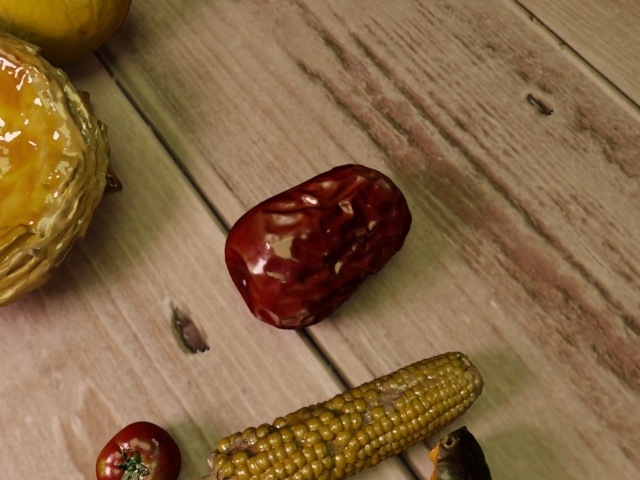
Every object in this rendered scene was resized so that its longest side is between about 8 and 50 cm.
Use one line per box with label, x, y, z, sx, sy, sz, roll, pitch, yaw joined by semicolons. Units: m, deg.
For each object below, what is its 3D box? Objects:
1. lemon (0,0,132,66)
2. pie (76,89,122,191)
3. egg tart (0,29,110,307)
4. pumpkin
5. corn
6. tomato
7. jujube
lemon;-0.397;-0.352;0.924;0.263;0.236;0.236;-14;63;-29
pie;-0.335;-0.131;0.923;0.092;0.034;0.170;-17;71;-10
egg tart;-0.443;-0.081;0.797;0.387;0.169;0.388;5;72;-14
pumpkin;0.106;0.278;0.671;0.183;0.119;0.107;-36;58;-12
corn;0.027;0.205;0.724;0.319;0.097;0.097;-21;65;-12
tomato;-0.190;0.237;0.718;0.087;0.075;0.087;1;77;-6
jujube;0.000;0.000;0.794;0.230;0.155;0.155;-36;69;-18
